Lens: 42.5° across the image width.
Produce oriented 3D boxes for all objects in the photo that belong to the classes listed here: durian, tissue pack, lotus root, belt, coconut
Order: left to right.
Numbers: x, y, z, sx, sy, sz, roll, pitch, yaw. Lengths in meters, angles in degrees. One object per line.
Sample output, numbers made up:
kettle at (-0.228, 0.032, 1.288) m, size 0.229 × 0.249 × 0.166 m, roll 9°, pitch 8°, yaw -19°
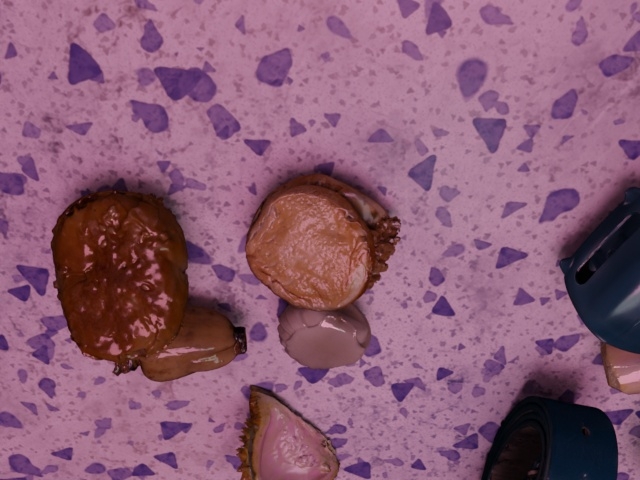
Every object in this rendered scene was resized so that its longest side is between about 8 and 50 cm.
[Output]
lotus root at (-0.272, 0.202, 1.607) m, size 0.257 × 0.140 × 0.154 m, roll -4°, pitch 134°, yaw -3°
durian at (-0.099, 0.481, 1.755) m, size 0.186 × 0.195 × 0.305 m, roll -20°, pitch 122°, yaw 21°
belt at (0.452, 0.513, 1.694) m, size 0.173 × 0.300 × 0.436 m, roll 16°, pitch 125°, yaw -6°
coconut at (0.623, 0.243, 1.625) m, size 0.122 × 0.116 × 0.116 m, roll -13°, pitch 122°, yaw 14°
tissue pack at (0.570, 0.047, 1.449) m, size 0.206 × 0.198 × 0.287 m, roll 25°, pitch 122°, yaw -16°

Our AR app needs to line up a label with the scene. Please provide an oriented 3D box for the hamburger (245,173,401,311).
hamburger at (0.000, 0.000, 1.470) m, size 0.286 × 0.146 × 0.243 m, roll -11°, pitch 116°, yaw 16°

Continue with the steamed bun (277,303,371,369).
steamed bun at (0.005, 0.168, 1.595) m, size 0.183 × 0.106 × 0.183 m, roll 4°, pitch 138°, yaw 3°

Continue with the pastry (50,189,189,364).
pastry at (-0.354, 0.060, 1.486) m, size 0.255 × 0.162 × 0.310 m, roll 2°, pitch 99°, yaw 10°
